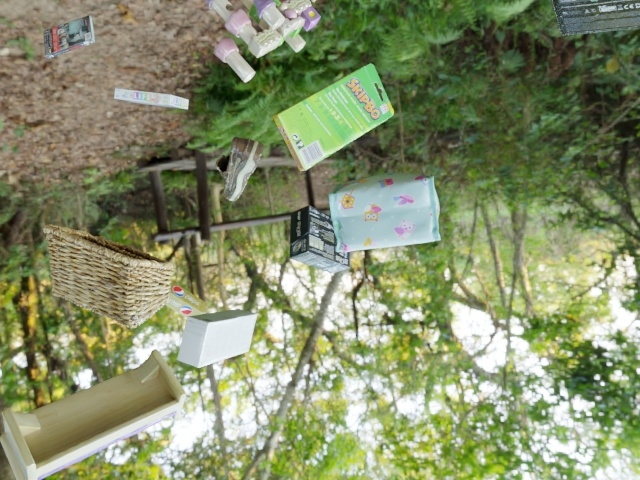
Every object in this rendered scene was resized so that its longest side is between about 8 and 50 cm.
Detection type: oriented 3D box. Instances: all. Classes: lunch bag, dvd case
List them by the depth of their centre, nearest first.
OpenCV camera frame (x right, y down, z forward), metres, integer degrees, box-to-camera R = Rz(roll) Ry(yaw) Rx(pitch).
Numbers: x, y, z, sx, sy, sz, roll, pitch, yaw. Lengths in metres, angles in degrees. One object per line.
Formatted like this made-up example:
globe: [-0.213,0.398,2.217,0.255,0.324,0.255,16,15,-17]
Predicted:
lunch bag: [0.146,-0.068,1.192,0.224,0.160,0.262,-7,-171,10]
dvd case: [-0.596,-0.482,1.283,0.120,0.087,0.013,-20,154,3]

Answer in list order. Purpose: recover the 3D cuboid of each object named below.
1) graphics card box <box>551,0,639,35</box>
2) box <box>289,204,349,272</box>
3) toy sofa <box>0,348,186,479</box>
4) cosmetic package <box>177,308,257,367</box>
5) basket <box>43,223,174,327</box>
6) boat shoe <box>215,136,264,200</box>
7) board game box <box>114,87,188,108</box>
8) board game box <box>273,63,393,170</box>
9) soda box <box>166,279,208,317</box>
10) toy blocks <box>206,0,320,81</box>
graphics card box: [0.465,-0.483,0.839,0.233,0.094,0.371,9,161,38]
box: [0.000,0.000,1.594,0.078,0.147,0.180,-20,150,40]
toy sofa: [-0.500,0.409,1.222,0.363,0.177,0.150,-18,-128,-41]
cosmetic package: [-0.228,0.215,1.231,0.061,0.098,0.239,12,180,18]
basket: [-0.553,0.057,1.466,0.299,0.223,0.213,18,-150,17]
boat shoe: [-0.231,-0.197,1.443,0.095,0.095,0.257,21,146,-15]
board game box: [-0.437,-0.368,1.411,0.154,0.026,0.103,9,-170,10]
board game box: [0.035,-0.261,1.130,0.259,0.124,0.039,-34,-161,-21]
soda box: [-0.475,0.205,1.851,0.058,0.181,0.061,-42,-156,23]
toy blocks: [-0.161,-0.655,1.461,0.288,0.260,0.309,-41,-179,-32]
